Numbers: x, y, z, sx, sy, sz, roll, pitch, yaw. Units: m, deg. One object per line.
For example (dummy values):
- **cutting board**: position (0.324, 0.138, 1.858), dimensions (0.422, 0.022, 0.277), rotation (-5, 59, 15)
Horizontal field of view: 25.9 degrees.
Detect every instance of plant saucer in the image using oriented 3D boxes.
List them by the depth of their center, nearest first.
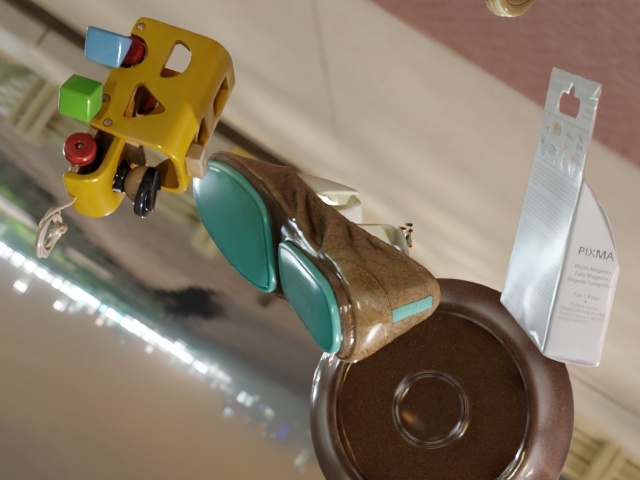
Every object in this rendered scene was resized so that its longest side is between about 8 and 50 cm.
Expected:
- **plant saucer**: position (0.129, 0.193, 1.580), dimensions (0.311, 0.310, 0.050), rotation (31, 180, 21)

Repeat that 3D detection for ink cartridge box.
- **ink cartridge box**: position (0.223, -0.026, 1.227), dimensions (0.066, 0.232, 0.189), rotation (14, -170, -6)

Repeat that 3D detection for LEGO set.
- **LEGO set**: position (0.082, 0.002, 1.651), dimensions (0.023, 0.054, 0.083), rotation (10, 141, -21)

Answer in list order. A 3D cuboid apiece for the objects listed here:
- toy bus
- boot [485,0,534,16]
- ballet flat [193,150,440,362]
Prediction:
- **toy bus**: position (-0.145, -0.086, 1.195), dimensions (0.104, 0.202, 0.191), rotation (18, -156, 10)
- **boot**: position (0.176, -0.336, 1.592), dimensions (0.165, 0.213, 0.077), rotation (-5, 151, 37)
- **ballet flat**: position (0.000, 0.000, 1.214), dimensions (0.124, 0.116, 0.342), rotation (-12, -157, -21)
